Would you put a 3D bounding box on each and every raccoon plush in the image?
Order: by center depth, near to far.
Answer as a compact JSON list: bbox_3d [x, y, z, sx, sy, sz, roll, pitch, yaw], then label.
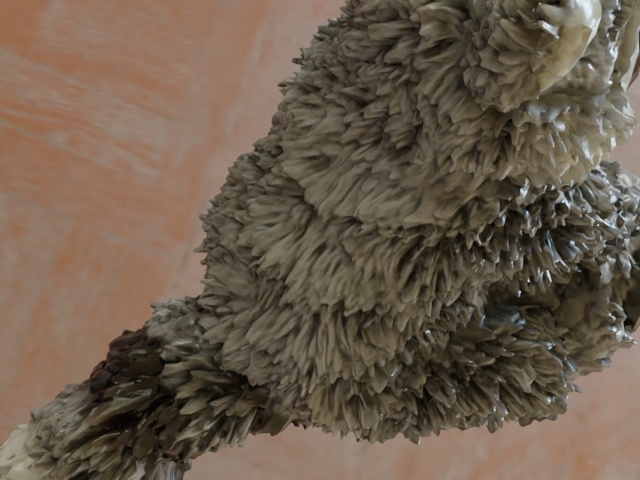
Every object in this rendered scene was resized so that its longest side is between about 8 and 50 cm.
[{"bbox_3d":[0.000,0.000,0.917,0.446,0.216,0.299,-44,153,-6],"label":"raccoon plush"}]
